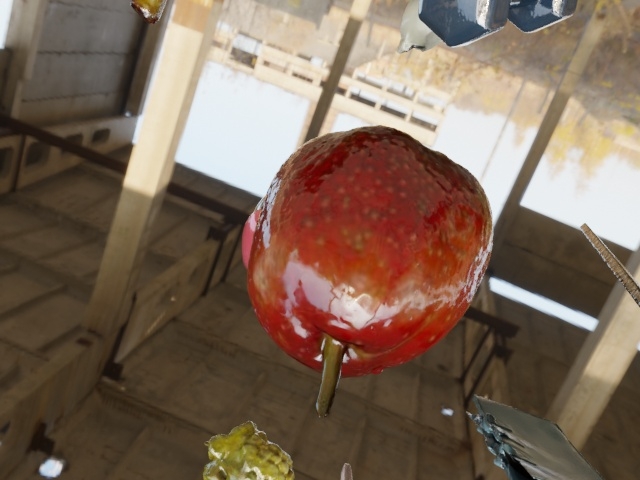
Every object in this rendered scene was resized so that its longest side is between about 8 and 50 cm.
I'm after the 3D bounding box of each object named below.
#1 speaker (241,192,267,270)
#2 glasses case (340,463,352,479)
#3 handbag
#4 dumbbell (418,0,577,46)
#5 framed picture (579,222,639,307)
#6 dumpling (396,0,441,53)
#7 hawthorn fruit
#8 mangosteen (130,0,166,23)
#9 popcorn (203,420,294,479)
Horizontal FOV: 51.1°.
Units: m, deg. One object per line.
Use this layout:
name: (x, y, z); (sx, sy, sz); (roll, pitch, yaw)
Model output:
speaker: (0.000, 0.000, 1.252); (0.294, 0.294, 0.294); (18, -162, -6)
glasses case: (0.049, 0.458, 1.261); (0.021, 0.032, 0.083); (6, -152, -3)
handbag: (0.265, 0.268, 0.814); (0.144, 0.057, 0.221); (29, -171, -6)
dumbbell: (0.311, -0.422, 1.138); (0.325, 0.144, 0.160); (-22, -114, -41)
framed picture: (0.333, 0.103, 0.593); (0.244, 0.013, 0.324); (49, -162, 0)
dumpling: (0.237, -0.515, 1.555); (0.093, 0.176, 0.150); (3, -133, -13)
hawthorn fruit: (0.051, 0.039, 0.782); (0.285, 0.284, 0.368); (20, -130, -1)
mangosteen: (-0.198, -0.397, 0.806); (0.236, 0.261, 0.235); (3, -150, -2)
popcorn: (-0.161, 0.503, 1.483); (0.169, 0.218, 0.189); (-10, -120, -55)
